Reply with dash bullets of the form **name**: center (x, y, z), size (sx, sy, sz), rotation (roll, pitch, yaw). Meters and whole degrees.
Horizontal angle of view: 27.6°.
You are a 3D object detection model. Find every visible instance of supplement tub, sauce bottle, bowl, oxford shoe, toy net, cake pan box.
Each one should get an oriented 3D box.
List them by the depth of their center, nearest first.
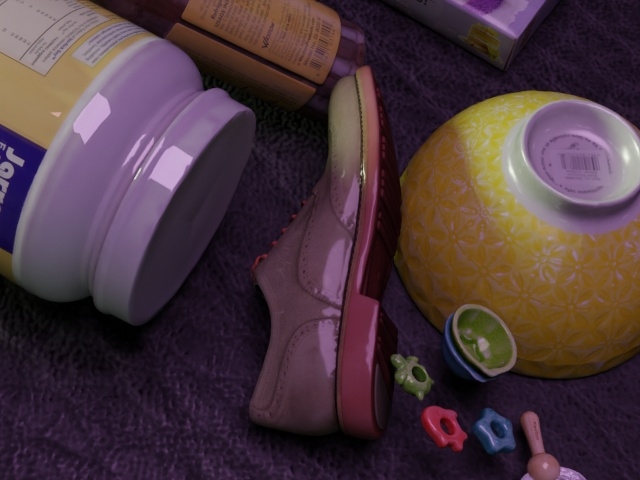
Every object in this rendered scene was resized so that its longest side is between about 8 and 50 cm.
- **toy net**: center (0.161, 0.166, 1.080), size (0.232, 0.045, 0.122), rotation (53, 40, 10)
- **supplement tub**: center (-0.246, -0.095, 1.088), size (0.331, 0.241, 0.241), rotation (28, 58, 8)
- **oxford shoe**: center (0.000, 0.000, 1.133), size (0.130, 0.123, 0.348), rotation (-2, 61, 14)
- **bowl**: center (0.217, -0.037, 1.185), size (0.289, 0.156, 0.289), rotation (5, 58, -8)
- **sauce bottle**: center (-0.122, -0.222, 1.192), size (0.344, 0.111, 0.111), rotation (24, 53, -27)
- **cake pan box**: center (0.166, -0.341, 1.409), size (0.245, 0.070, 0.267), rotation (34, 64, 9)
